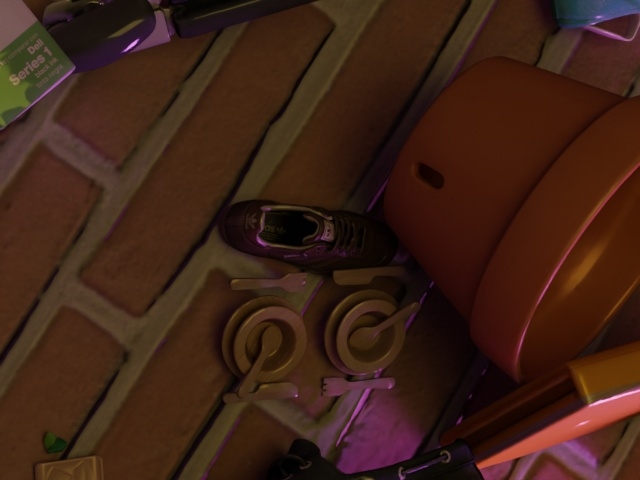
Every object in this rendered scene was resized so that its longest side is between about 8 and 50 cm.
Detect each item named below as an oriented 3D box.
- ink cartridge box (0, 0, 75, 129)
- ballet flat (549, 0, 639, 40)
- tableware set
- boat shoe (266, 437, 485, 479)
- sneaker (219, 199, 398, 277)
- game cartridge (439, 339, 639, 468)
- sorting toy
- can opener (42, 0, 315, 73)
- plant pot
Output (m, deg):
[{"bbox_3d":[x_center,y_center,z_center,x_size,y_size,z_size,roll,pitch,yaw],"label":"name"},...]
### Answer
[{"bbox_3d":[-0.326,-0.194,1.444,0.092,0.160,0.219,-44,108,-22],"label":"ink cartridge box"},{"bbox_3d":[0.341,-0.256,1.843,0.247,0.083,0.087,-6,116,-27],"label":"ballet flat"},{"bbox_3d":[0.001,0.095,1.657,0.194,0.039,0.128,-4,106,-26],"label":"tableware set"},{"bbox_3d":[0.003,0.239,1.632,0.340,0.127,0.113,-4,74,-16],"label":"boat shoe"},{"bbox_3d":[0.000,0.000,1.658,0.188,0.071,0.066,6,87,-26],"label":"sneaker"},{"bbox_3d":[0.311,0.135,1.702,0.323,0.285,0.053,-16,77,-27],"label":"game cartridge"},{"bbox_3d":[-0.227,0.211,1.572,0.062,0.012,0.083,-5,95,-22],"label":"sorting toy"},{"bbox_3d":[-0.109,-0.204,1.551,0.283,0.095,0.076,-16,133,-4],"label":"can opener"},{"bbox_3d":[0.196,-0.037,1.643,0.203,0.291,0.291,36,68,22],"label":"plant pot"}]
